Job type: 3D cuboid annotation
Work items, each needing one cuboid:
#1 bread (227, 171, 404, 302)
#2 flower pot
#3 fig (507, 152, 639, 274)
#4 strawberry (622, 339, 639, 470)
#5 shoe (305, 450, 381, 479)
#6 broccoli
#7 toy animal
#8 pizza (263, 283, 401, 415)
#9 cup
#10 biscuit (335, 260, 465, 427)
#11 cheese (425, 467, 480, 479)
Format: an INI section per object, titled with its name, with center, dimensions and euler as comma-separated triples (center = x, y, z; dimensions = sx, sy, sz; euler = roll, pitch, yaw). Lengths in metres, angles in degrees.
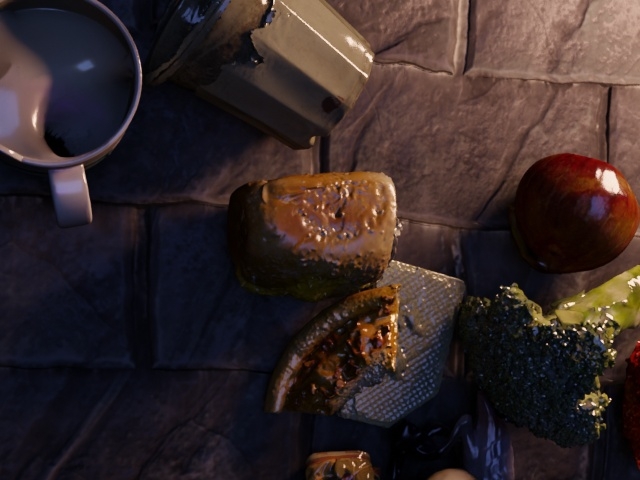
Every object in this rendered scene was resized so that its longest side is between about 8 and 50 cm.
[bread]
center = 0.000, 0.000, 1.347
dimensions = 0.246, 0.195, 0.176
euler = -2, 84, -15
[flower pot]
center = -0.075, -0.270, 1.312
dimensions = 0.259, 0.290, 0.290
euler = 34, 80, -22
[fig]
center = 0.386, -0.034, 1.466
dimensions = 0.205, 0.205, 0.205
euler = 1, 88, -15
[strawberry]
center = 0.558, 0.253, 1.546
dimensions = 0.174, 0.098, 0.228
euler = 6, 99, -31
[shoe]
center = 0.031, 0.353, 1.409
dimensions = 0.109, 0.072, 0.069
euler = 18, 45, -19
[broccoli]
center = 0.401, 0.153, 1.426
dimensions = 0.361, 0.252, 0.221
euler = -11, 125, -21
[toy animal]
center = 0.248, 0.368, 1.457
dimensions = 0.195, 0.090, 0.324
euler = -44, 97, 2
[pizza]
center = 0.024, 0.168, 1.389
dimensions = 0.271, 0.056, 0.134
euler = -33, 67, 6
[cup]
center = -0.343, -0.160, 1.226
dimensions = 0.219, 0.257, 0.290
euler = -12, 91, -15
[biscuit]
center = 0.122, 0.162, 1.448
dimensions = 0.150, 0.052, 0.252
euler = 18, 84, -14
[cheese]
center = 0.249, 0.512, 1.382
dimensions = 0.328, 0.129, 0.351
euler = 15, 103, -8
